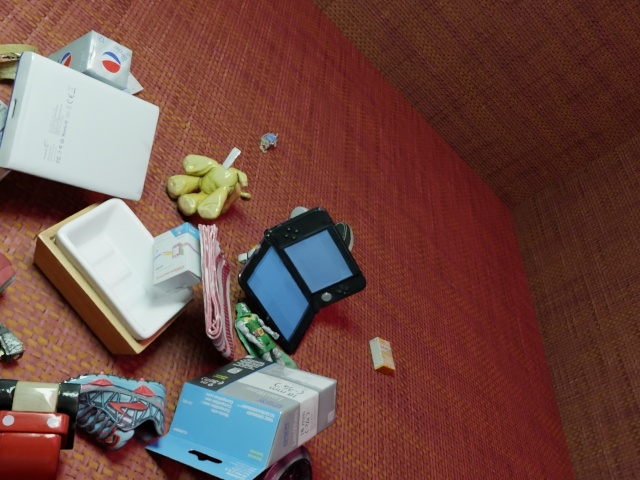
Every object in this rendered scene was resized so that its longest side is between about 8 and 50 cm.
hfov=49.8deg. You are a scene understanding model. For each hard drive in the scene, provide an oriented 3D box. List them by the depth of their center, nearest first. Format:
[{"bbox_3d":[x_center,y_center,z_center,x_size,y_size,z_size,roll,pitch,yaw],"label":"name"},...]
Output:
[{"bbox_3d":[-0.459,-0.209,1.345,0.319,0.040,0.210,16,85,-59],"label":"hard drive"}]

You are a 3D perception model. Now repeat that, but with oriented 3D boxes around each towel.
[{"bbox_3d":[-0.215,0.127,1.487,0.329,0.037,0.236,92,-9,-71],"label":"towel"}]

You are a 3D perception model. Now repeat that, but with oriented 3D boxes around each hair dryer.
[{"bbox_3d":[-0.613,0.073,1.141,0.224,0.080,0.293,5,57,-54],"label":"hair dryer"}]

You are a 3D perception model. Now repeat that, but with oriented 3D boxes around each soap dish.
[{"bbox_3d":[-0.415,0.072,1.397,0.290,0.118,0.229,52,29,-7],"label":"soap dish"}]

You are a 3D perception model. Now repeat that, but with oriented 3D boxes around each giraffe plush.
[{"bbox_3d":[-0.273,-0.134,1.799,0.181,0.210,0.170,51,-6,13],"label":"giraffe plush"}]

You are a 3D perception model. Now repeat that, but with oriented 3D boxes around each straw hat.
[{"bbox_3d":[-0.683,-0.380,1.501,0.144,0.145,0.061,-63,156,-58],"label":"straw hat"}]

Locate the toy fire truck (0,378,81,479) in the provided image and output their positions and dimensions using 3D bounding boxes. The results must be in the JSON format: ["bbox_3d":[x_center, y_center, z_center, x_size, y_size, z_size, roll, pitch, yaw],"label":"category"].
[{"bbox_3d":[-0.448,0.347,1.000,0.159,0.217,0.246,8,55,-18],"label":"toy fire truck"}]

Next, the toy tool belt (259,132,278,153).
[{"bbox_3d":[-0.166,-0.321,2.229,0.052,0.051,0.083,49,30,-12],"label":"toy tool belt"}]

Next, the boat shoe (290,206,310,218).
[{"bbox_3d":[-0.005,0.016,2.100,0.088,0.096,0.267,4,50,-50],"label":"boat shoe"}]

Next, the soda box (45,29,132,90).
[{"bbox_3d":[-0.526,-0.344,1.468,0.098,0.286,0.091,20,68,-47],"label":"soda box"}]

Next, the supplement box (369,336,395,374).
[{"bbox_3d":[0.189,0.352,2.104,0.062,0.036,0.098,29,39,-41],"label":"supplement box"}]

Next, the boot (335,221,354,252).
[{"bbox_3d":[0.001,0.000,1.929,0.178,0.085,0.236,48,46,-32],"label":"boot"}]

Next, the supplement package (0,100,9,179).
[{"bbox_3d":[-0.673,-0.210,1.270,0.244,0.139,0.133,45,32,-20],"label":"supplement package"}]

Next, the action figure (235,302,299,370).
[{"bbox_3d":[-0.142,0.253,1.690,0.232,0.063,0.137,56,32,6],"label":"action figure"}]

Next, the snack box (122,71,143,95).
[{"bbox_3d":[-0.530,-0.393,1.787,0.064,0.022,0.178,52,29,-10],"label":"snack box"}]

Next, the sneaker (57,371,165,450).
[{"bbox_3d":[-0.377,0.310,1.235,0.262,0.104,0.125,18,48,-48],"label":"sneaker"}]

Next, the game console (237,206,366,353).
[{"bbox_3d":[-0.036,0.105,1.769,0.293,0.250,0.173,59,12,-31],"label":"game console"}]

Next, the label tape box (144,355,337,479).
[{"bbox_3d":[-0.148,0.346,1.392,0.334,0.241,0.105,-12,109,-60],"label":"label tape box"}]

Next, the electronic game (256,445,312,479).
[{"bbox_3d":[-0.086,0.521,1.390,0.229,0.048,0.229,-38,137,-48],"label":"electronic game"}]

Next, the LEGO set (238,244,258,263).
[{"bbox_3d":[-0.111,0.048,1.899,0.227,0.093,0.087,31,38,-38],"label":"LEGO set"}]

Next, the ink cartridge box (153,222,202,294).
[{"bbox_3d":[-0.290,0.037,1.401,0.052,0.089,0.122,44,29,-49],"label":"ink cartridge box"}]
